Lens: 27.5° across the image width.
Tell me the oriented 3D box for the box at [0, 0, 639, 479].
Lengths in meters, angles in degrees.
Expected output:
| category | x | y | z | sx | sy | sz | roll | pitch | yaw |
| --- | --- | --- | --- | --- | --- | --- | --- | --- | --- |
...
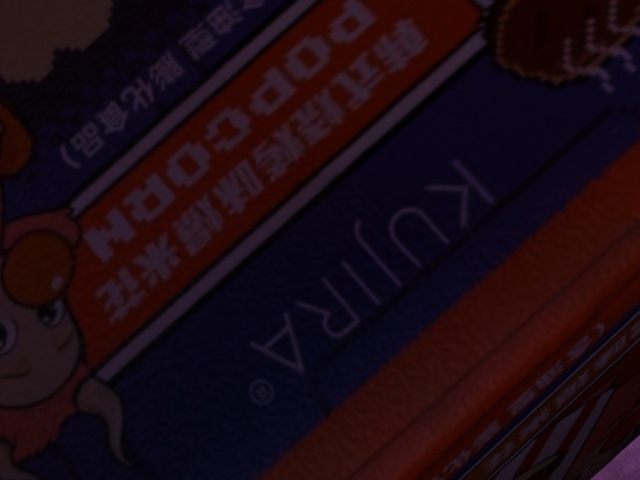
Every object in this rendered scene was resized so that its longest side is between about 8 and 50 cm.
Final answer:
| category | x | y | z | sx | sy | sz | roll | pitch | yaw |
| --- | --- | --- | --- | --- | --- | --- | --- | --- | --- |
| box | 0.010 | 0.007 | 0.542 | 0.257 | 0.348 | 0.318 | 49 | 0 | 21 |
